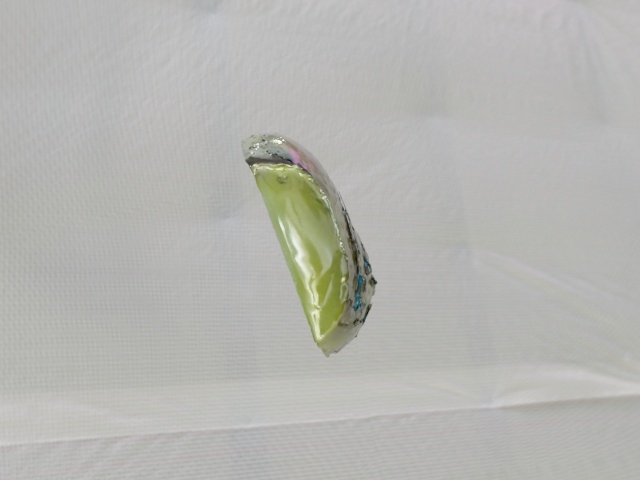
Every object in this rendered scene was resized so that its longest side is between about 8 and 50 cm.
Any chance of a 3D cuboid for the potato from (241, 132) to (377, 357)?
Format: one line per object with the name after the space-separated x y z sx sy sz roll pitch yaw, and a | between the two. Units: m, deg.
0.000 0.000 0.579 0.054 0.198 0.119 -18 -137 2 | potato
